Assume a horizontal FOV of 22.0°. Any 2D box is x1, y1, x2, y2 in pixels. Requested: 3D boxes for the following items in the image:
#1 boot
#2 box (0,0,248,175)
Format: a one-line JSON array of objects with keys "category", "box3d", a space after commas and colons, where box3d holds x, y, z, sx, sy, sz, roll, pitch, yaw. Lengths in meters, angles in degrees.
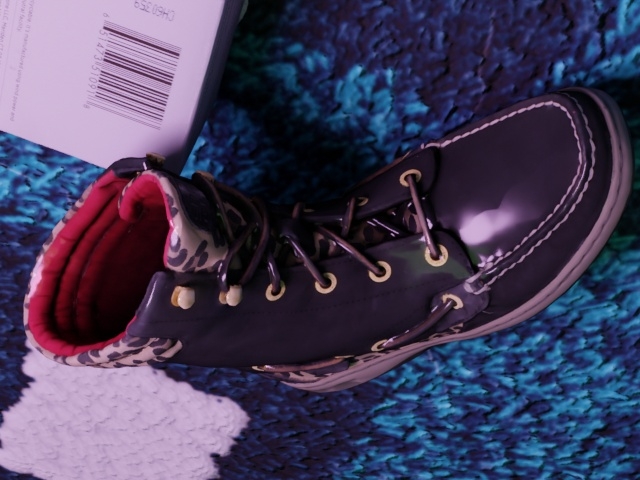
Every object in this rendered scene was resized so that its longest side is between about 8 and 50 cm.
[{"category": "boot", "box3d": [0.000, 0.000, 1.127, 0.284, 0.138, 0.377, 7, 153, -42]}, {"category": "box", "box3d": [-0.150, -0.160, 1.125, 0.182, 0.119, 0.181, 20, 133, 0]}]
